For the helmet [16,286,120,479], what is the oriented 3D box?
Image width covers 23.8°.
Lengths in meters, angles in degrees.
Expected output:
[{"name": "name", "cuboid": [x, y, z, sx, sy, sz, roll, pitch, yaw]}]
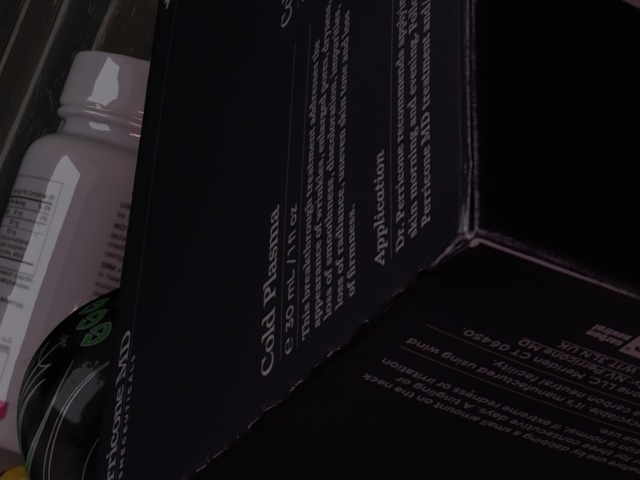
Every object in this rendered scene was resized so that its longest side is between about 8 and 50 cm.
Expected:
[{"name": "helmet", "cuboid": [-0.102, 0.113, 0.923, 0.161, 0.169, 0.169, -41, 31, 13]}]

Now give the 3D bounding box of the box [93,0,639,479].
[{"name": "box", "cuboid": [0.052, -0.045, 0.660, 0.312, 0.179, 0.343, -43, 35, 49]}]

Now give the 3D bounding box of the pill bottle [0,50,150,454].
[{"name": "pill bottle", "cuboid": [-0.154, 0.018, 1.097, 0.160, 0.160, 0.283, 5, 77, 66]}]

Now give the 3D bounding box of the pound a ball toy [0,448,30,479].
[{"name": "pound a ball toy", "cuboid": [-0.270, 0.229, 1.132, 0.136, 0.208, 0.319, -61, 24, 22]}]
